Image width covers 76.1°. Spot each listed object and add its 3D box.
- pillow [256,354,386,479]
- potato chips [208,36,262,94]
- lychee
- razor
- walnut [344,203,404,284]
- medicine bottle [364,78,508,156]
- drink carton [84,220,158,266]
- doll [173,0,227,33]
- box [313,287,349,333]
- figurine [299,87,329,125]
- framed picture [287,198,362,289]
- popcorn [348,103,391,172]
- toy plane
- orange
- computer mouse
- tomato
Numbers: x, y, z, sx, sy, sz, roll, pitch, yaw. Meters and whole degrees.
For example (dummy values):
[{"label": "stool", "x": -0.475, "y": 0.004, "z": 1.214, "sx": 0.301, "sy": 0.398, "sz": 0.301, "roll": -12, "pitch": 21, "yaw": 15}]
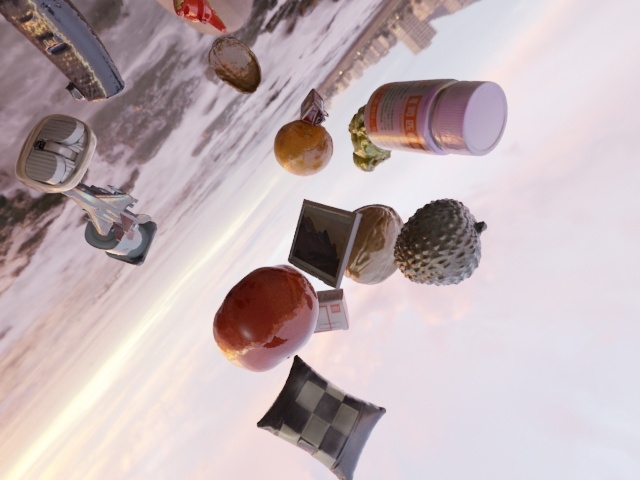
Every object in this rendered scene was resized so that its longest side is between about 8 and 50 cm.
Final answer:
[{"label": "pillow", "x": 0.002, "y": 0.403, "z": 0.933, "sx": 0.186, "sy": 0.249, "sz": 0.106, "roll": -57, "pitch": 169, "yaw": -19}, {"label": "potato chips", "x": -0.294, "y": -0.606, "z": 1.424, "sx": 0.150, "sy": 0.201, "sz": 0.049, "roll": -61, "pitch": -150, "yaw": -6}, {"label": "lychee", "x": 0.343, "y": 0.009, "z": 1.180, "sx": 0.274, "sy": 0.255, "sz": 0.255, "roll": -23, "pitch": -156, "yaw": 28}, {"label": "razor", "x": -0.690, "y": -0.535, "z": 1.108, "sx": 0.189, "sy": 0.327, "sz": 0.107, "roll": -2, "pitch": -127, "yaw": 22}, {"label": "walnut", "x": 0.187, "y": 0.009, "z": 1.536, "sx": 0.252, "sy": 0.277, "sz": 0.313, "roll": 28, "pitch": -89, "yaw": 45}, {"label": "medicine bottle", "x": 0.331, "y": -0.367, "z": 1.226, "sx": 0.219, "sy": 0.219, "sz": 0.388, "roll": -52, "pitch": -142, "yaw": -11}, {"label": "drink carton", "x": -0.744, "y": -0.018, "z": 1.496, "sx": 0.189, "sy": 0.191, "sz": 0.186, "roll": 65, "pitch": 45, "yaw": -83}, {"label": "doll", "x": -0.267, "y": -0.488, "z": 0.829, "sx": 0.109, "sy": 0.169, "sz": 0.057, "roll": -5, "pitch": 141, "yaw": -47}, {"label": "box", "x": 0.006, "y": 0.257, "z": 1.472, "sx": 0.182, "sy": 0.133, "sz": 0.099, "roll": -7, "pitch": -158, "yaw": 8}, {"label": "figurine", "x": -0.014, "y": -0.443, "z": 1.418, "sx": 0.082, "sy": 0.098, "sz": 0.154, "roll": -42, "pitch": -147, "yaw": 32}, {"label": "framed picture", "x": -0.001, "y": 0.000, "z": 1.068, "sx": 0.265, "sy": 0.018, "sz": 0.192, "roll": 21, "pitch": -82, "yaw": 56}, {"label": "popcorn", "x": 0.238, "y": -0.438, "z": 1.713, "sx": 0.225, "sy": 0.286, "sz": 0.174, "roll": -20, "pitch": -138, "yaw": -13}, {"label": "toy plane", "x": -0.682, "y": -0.125, "z": 1.228, "sx": 0.223, "sy": 0.326, "sz": 0.104, "roll": -35, "pitch": -156, "yaw": 33}, {"label": "orange", "x": -0.062, "y": -0.335, "z": 1.489, "sx": 0.219, "sy": 0.219, "sz": 0.193, "roll": -62, "pitch": 179, "yaw": -45}, {"label": "computer mouse", "x": -0.499, "y": -0.161, "z": 0.759, "sx": 0.236, "sy": 0.082, "sz": 0.145, "roll": 12, "pitch": -102, "yaw": 44}, {"label": "tomato", "x": -0.154, "y": 0.245, "z": 1.254, "sx": 0.341, "sy": 0.273, "sz": 0.341, "roll": -40, "pitch": 159, "yaw": -19}]
